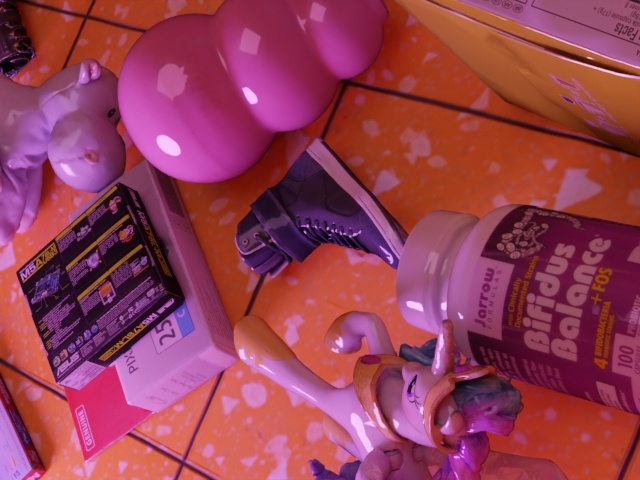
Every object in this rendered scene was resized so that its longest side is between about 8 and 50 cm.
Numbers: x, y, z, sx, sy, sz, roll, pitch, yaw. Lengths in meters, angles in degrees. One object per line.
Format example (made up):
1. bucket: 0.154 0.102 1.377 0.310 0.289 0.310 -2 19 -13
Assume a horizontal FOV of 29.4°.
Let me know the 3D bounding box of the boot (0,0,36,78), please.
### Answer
1. boot: -0.474 -0.358 1.848 0.263 0.091 0.229 -38 61 21

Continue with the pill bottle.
1. pill bottle: 0.228 0.057 1.158 0.302 0.169 0.169 13 80 36

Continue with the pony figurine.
1. pony figurine: 0.068 0.226 1.131 0.363 0.303 0.351 5 108 61

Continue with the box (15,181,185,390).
1. box: -0.272 0.055 1.490 0.191 0.045 0.184 -40 53 15

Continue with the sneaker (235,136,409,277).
1. sneaker: 0.001 0.001 1.373 0.163 0.086 0.226 -42 44 1

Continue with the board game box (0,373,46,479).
1. board game box: -0.474 0.249 1.645 0.145 0.027 0.281 -44 54 11

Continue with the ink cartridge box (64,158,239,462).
1. ink cartridge box: -0.258 0.087 1.537 0.261 0.066 0.296 -35 56 17

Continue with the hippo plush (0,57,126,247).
1. hippo plush: -0.366 -0.143 1.645 0.237 0.234 0.294 -10 69 3

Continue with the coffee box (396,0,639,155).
1. coffee box: 0.311 -0.273 1.120 0.338 0.338 0.334 30 91 37

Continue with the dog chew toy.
1. dog chew toy: -0.073 -0.206 1.448 0.332 0.206 0.206 -27 59 14
